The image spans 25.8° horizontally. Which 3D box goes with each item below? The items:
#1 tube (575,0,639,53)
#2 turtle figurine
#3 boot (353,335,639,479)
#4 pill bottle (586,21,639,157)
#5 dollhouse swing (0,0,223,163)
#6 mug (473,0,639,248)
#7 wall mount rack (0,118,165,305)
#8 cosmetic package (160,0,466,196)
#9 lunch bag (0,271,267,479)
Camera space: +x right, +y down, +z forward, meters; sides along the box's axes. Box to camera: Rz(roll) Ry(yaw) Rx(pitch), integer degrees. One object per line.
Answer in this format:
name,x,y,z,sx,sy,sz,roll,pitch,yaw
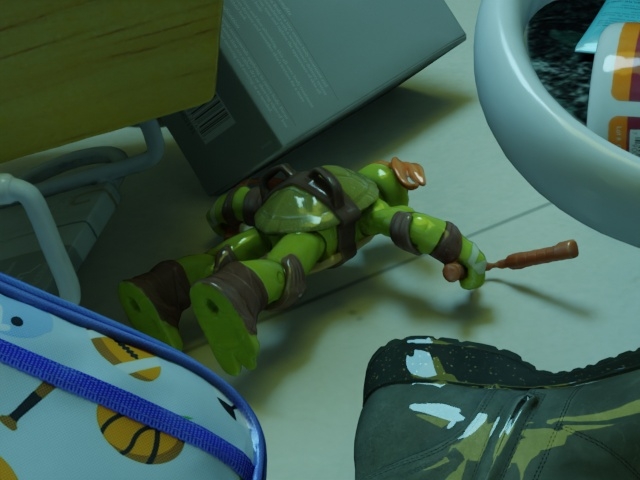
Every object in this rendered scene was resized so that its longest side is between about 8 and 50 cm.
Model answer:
tube,0.286,-0.213,1.232,0.080,0.052,0.207,2,35,24
turtle figurine,0.000,0.000,0.849,0.269,0.087,0.217,16,36,38
boot,0.123,0.128,0.636,0.246,0.083,0.161,1,42,12
pill bottle,0.291,-0.079,0.907,0.221,0.121,0.121,5,31,18
dollhouse swing,-0.189,-0.252,0.836,0.315,0.305,0.347,-16,27,3
mug,0.255,-0.077,0.633,0.374,0.276,0.328,1,49,-3
wall mount rack,-0.269,-0.013,0.890,0.304,0.130,0.350,-13,25,16
cosmetic package,-0.012,-0.146,1.054,0.107,0.127,0.238,-31,1,45
lunch bag,-0.173,0.096,0.532,0.303,0.115,0.243,27,40,-15
